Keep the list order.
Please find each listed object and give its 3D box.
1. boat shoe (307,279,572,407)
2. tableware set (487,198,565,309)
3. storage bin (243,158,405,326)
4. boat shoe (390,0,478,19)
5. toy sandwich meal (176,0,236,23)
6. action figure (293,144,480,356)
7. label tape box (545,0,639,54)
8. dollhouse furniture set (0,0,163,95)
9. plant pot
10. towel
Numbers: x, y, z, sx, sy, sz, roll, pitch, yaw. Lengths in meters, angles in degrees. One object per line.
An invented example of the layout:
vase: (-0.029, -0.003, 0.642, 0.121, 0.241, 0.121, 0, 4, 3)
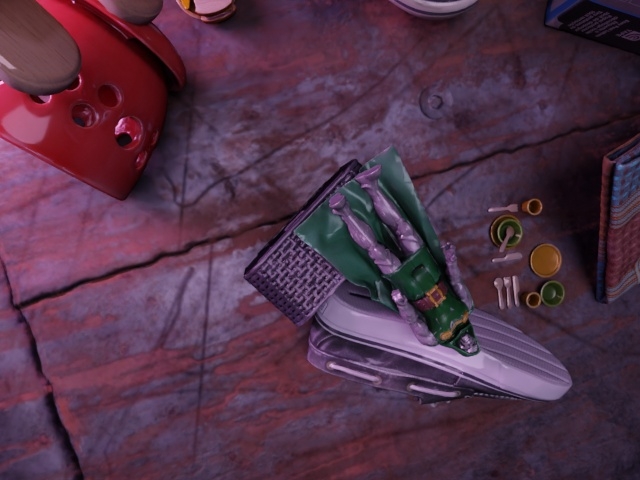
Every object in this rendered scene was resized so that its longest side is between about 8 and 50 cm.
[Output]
boat shoe: (0.143, 0.148, 0.586, 0.335, 0.121, 0.119, 19, 113, -4)
tableware set: (0.290, 0.020, 0.633, 0.103, 0.024, 0.154, -7, 93, -8)
storage bin: (0.000, 0.000, 0.543, 0.084, 0.122, 0.180, 44, 86, -8)
boat shoe: (0.065, -0.503, 0.518, 0.186, 0.156, 0.500, -25, 97, -8)
toy sandwich meal: (-0.141, -0.309, 0.559, 0.085, 0.029, 0.086, 0, 92, -8)
action figure: (0.097, 0.034, 0.472, 0.137, 0.063, 0.232, -41, 105, -8)
label tape box: (0.495, -0.307, 0.538, 0.333, 0.240, 0.106, 13, 90, -8)
dollhouse furniture set: (-0.034, -0.285, 0.322, 0.256, 0.362, 0.394, 44, 44, -25)
plant pot: (-0.247, -0.159, 0.471, 0.191, 0.191, 0.174, 31, 85, -8)
towel: (0.513, -0.091, 0.584, 0.370, 0.040, 0.271, -32, 129, -5)
